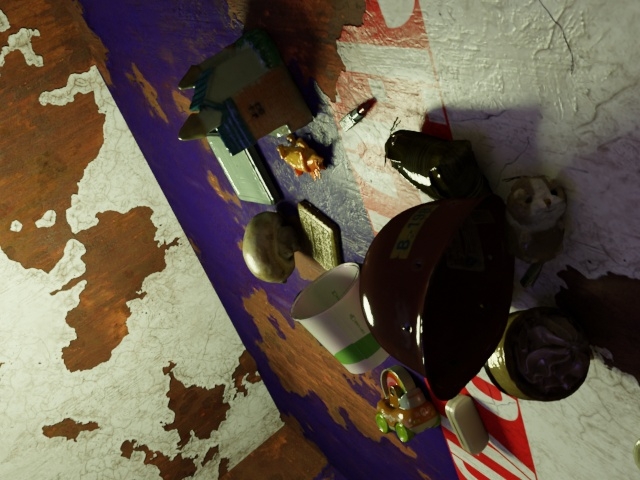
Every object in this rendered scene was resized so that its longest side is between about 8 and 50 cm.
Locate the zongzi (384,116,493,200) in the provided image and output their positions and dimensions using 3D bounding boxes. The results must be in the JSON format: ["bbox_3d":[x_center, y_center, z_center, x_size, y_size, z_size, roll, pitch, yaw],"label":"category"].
[{"bbox_3d":[0.243,-0.114,1.393,0.241,0.111,0.248,53,169,-32],"label":"zongzi"}]

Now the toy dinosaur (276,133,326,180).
[{"bbox_3d":[-0.039,-0.214,1.853,0.288,0.070,0.117,28,158,55],"label":"toy dinosaur"}]

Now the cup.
[{"bbox_3d":[0.081,0.243,2.071,0.274,0.253,0.253,54,159,-18],"label":"cup"}]

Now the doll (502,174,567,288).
[{"bbox_3d":[0.382,-0.018,1.224,0.115,0.105,0.221,49,161,53],"label":"doll"}]

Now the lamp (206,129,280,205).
[{"bbox_3d":[-0.255,-0.243,2.274,0.266,0.047,0.269,12,134,57],"label":"lamp"}]

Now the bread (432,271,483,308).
[{"bbox_3d":[0.283,0.092,1.518,0.268,0.146,0.268,45,171,9],"label":"bread"}]

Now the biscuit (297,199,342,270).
[{"bbox_3d":[0.000,0.000,2.141,0.172,0.029,0.254,40,154,33],"label":"biscuit"}]

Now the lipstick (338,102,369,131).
[{"bbox_3d":[0.081,-0.282,1.551,0.030,0.030,0.129,55,158,-2],"label":"lipstick"}]

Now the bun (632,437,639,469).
[{"bbox_3d":[0.673,0.428,1.350,0.115,0.069,0.115,166,90,-69],"label":"bun"}]

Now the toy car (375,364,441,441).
[{"bbox_3d":[0.269,0.517,2.248,0.235,0.145,0.235,41,141,46],"label":"toy car"}]

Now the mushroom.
[{"bbox_3d":[-0.157,0.027,2.289,0.255,0.184,0.255,-22,-90,-83],"label":"mushroom"}]

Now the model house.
[{"bbox_3d":[-0.235,-0.333,1.724,0.194,0.325,0.267,3,126,61],"label":"model house"}]

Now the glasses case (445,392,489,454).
[{"bbox_3d":[0.425,0.531,1.991,0.050,0.083,0.196,17,136,59],"label":"glasses case"}]

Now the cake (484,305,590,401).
[{"bbox_3d":[0.432,0.220,1.342,0.178,0.208,0.185,111,163,-76],"label":"cake"}]

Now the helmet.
[{"bbox_3d":[0.187,0.084,1.261,0.230,0.385,0.337,13,146,36],"label":"helmet"}]
